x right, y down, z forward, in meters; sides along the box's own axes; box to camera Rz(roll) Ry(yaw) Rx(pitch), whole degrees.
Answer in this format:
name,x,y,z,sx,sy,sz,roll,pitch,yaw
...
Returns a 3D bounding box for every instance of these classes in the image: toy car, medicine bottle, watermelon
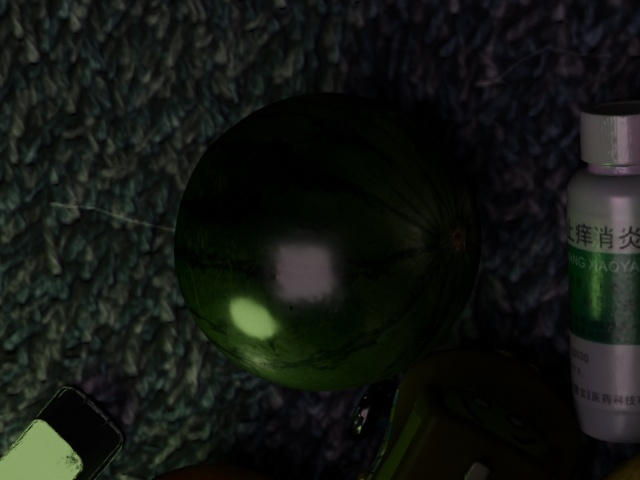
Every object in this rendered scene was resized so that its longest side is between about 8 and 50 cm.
name,x,y,z,sx,sy,sz,roll,pitch,yaw
toy car,0.104,0.198,1.191,0.204,0.198,0.248,29,74,4
medicine bottle,0.239,0.023,1.203,0.095,0.095,0.260,1,103,21
watermelon,0.004,0.001,1.206,0.242,0.242,0.242,6,106,20

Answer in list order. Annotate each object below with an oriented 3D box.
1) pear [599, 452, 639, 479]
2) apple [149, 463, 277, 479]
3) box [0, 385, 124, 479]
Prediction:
name,x,y,z,sx,sy,sz,roll,pitch,yaw
pear,0.327,0.278,1.126,0.314,0.314,0.314,6,106,20
apple,-0.096,0.340,1.329,0.286,0.233,0.286,15,116,33
box,-0.253,0.207,1.457,0.084,0.069,0.122,42,115,4
